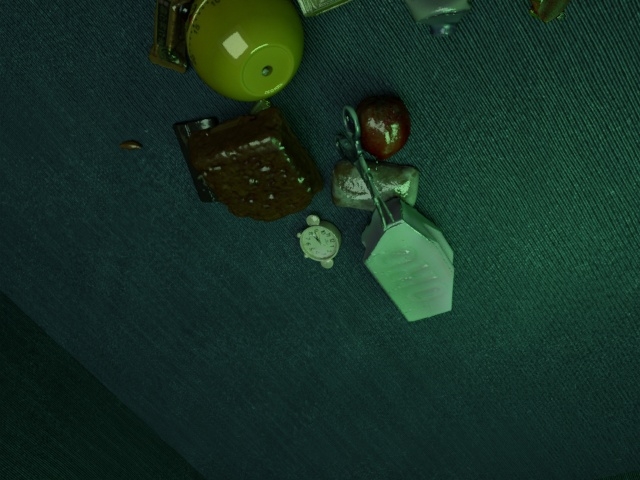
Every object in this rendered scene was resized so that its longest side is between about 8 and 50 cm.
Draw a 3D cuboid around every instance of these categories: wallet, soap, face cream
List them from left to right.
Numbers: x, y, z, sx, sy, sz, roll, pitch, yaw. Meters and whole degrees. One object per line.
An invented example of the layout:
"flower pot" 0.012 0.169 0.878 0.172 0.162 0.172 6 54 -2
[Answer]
"wallet" -0.418 -0.286 1.777 0.170 0.044 0.321 -5 119 16
"soap" 0.313 0.069 1.678 0.261 0.156 0.446 -22 123 26
"face cream" 0.305 -0.762 1.275 0.234 0.137 0.420 -4 110 19

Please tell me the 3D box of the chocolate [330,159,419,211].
"chocolate" 0.180 -0.175 1.657 0.303 0.100 0.185 7 118 7

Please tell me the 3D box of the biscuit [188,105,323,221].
"biscuit" -0.205 -0.227 1.597 0.342 0.166 0.395 -15 144 19

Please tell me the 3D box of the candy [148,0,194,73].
"candy" -0.473 -0.669 1.538 0.143 0.101 0.271 28 128 4

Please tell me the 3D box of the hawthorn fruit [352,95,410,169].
"hawthorn fruit" 0.187 -0.336 1.516 0.181 0.181 0.235 10 122 9

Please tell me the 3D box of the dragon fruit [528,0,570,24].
"dragon fruit" 0.593 -0.659 1.256 0.138 0.142 0.175 -35 87 -11

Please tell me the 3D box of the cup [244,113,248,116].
"cup" -0.260 -0.367 1.655 0.074 0.099 0.102 -22 112 25

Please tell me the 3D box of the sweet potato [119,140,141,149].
"sweet potato" -0.718 -0.358 1.822 0.095 0.034 0.034 5 121 11

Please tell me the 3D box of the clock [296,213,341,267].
"clock" 0.000 0.000 1.826 0.155 0.063 0.229 -9 114 23

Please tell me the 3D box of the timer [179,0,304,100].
"timer" -0.236 -0.601 1.401 0.376 0.376 0.387 -53 54 32

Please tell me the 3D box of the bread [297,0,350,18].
"bread" 0.037 -0.703 1.323 0.210 0.192 0.110 -14 113 22

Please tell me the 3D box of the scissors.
"scissors" 0.138 -0.209 1.492 0.029 0.256 0.383 -20 75 -12

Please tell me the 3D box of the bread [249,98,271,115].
"bread" -0.204 -0.449 1.631 0.049 0.034 0.088 32 128 -22
